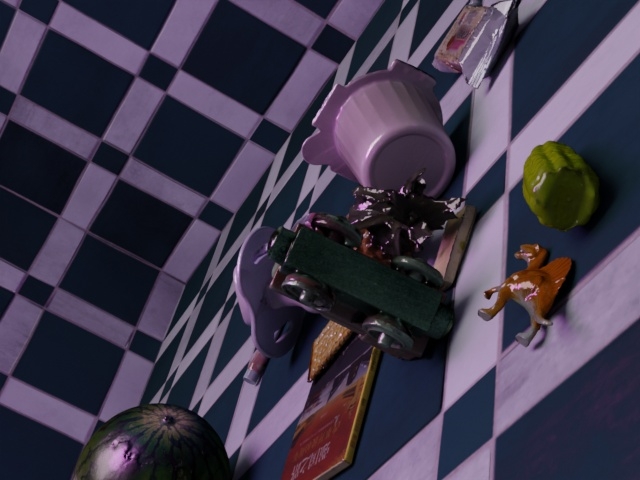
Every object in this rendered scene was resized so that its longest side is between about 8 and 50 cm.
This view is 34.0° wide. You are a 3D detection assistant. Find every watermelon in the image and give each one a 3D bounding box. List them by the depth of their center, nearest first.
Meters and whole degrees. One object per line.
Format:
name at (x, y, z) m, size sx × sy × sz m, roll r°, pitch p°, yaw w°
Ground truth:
watermelon at (-0.351, 0.515, 2.177) m, size 0.363 × 0.363 × 0.363 m, roll -57°, pitch 13°, yaw 20°

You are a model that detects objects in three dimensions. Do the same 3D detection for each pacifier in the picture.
pacifier at (-0.063, 0.110, 2.295) m, size 0.233 × 0.299 × 0.244 m, roll 2°, pitch 26°, yaw 35°

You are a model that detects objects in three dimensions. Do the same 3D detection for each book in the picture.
book at (0.030, 0.279, 1.871) m, size 0.262 × 0.028 × 0.374 m, roll -45°, pitch 19°, yaw 48°

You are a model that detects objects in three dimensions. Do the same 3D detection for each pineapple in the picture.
pineapple at (0.117, -0.029, 1.798) m, size 0.364 × 0.165 × 0.165 m, roll 125°, pitch 170°, yaw -68°

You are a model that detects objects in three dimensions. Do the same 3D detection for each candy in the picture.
candy at (0.313, -0.084, 1.388) m, size 0.096 × 0.097 × 0.209 m, roll -57°, pitch 8°, yaw 20°

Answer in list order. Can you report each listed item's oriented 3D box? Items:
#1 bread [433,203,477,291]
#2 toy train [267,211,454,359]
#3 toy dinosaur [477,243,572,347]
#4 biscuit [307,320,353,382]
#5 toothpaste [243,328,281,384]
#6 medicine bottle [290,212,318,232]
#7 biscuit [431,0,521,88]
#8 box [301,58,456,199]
bread at (0.214, 0.016, 1.707) m, size 0.068 × 0.028 × 0.153 m, roll -42°, pitch 23°, yaw 60°
toy train at (0.053, 0.075, 1.614) m, size 0.150 × 0.304 × 0.221 m, roll -64°, pitch 3°, yaw -16°
toy dinosaur at (0.279, 0.064, 1.319) m, size 0.142 × 0.057 × 0.212 m, roll -44°, pitch 20°, yaw -14°
biscuit at (0.034, 0.169, 1.999) m, size 0.203 × 0.016 × 0.144 m, roll -54°, pitch 14°, yaw 28°
toothpaste at (-0.129, 0.257, 2.557) m, size 0.205 × 0.036 × 0.056 m, roll -62°, pitch 12°, yaw -25°
medicine bottle at (0.000, 0.000, 2.395) m, size 0.094 × 0.119 × 0.188 m, roll -63°, pitch 12°, yaw -16°
biscuit at (0.318, -0.411, 2.129) m, size 0.186 × 0.079 × 0.309 m, roll -61°, pitch 10°, yaw 10°
box at (0.120, -0.175, 1.979) m, size 0.206 × 0.291 × 0.262 m, roll -114°, pitch 10°, yaw -59°
